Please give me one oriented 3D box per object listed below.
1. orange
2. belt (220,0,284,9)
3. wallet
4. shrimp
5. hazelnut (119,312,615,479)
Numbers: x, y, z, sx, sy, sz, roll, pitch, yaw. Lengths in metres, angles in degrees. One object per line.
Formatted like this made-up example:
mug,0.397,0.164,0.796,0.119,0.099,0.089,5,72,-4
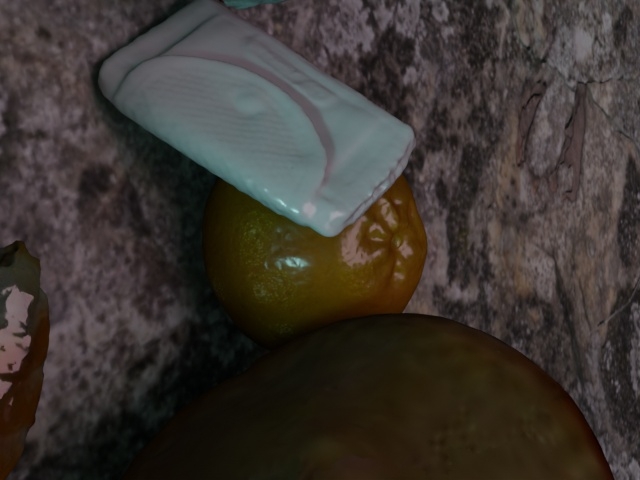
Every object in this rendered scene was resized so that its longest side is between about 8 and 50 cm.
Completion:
orange,0.000,0.000,0.813,0.159,0.136,0.159,5,83,-49
belt,0.035,-0.252,0.789,0.324,0.227,0.115,-42,119,-46
wallet,-0.037,-0.081,0.756,0.124,0.183,0.032,-45,162,-42
shrimp,-0.216,0.066,0.617,0.166,0.049,0.161,19,76,-42
hazelnut,0.030,0.224,0.722,0.372,0.315,0.372,11,90,-79
